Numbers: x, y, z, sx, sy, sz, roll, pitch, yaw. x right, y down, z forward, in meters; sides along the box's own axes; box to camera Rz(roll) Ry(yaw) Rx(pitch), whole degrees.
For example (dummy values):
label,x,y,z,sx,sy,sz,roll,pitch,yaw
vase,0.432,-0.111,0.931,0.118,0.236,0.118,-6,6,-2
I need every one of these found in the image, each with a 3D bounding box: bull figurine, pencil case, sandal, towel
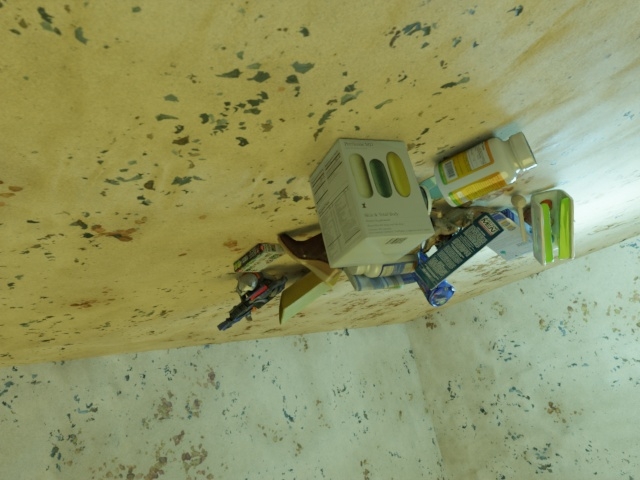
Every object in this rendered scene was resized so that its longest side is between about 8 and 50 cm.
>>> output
label,x,y,z,sx,sy,sz,roll,pitch,yaw
bull figurine,0.965,-0.087,2.006,0.189,0.101,0.310,-28,157,30
pencil case,0.450,0.139,2.015,0.119,0.306,0.133,-32,140,3
sandal,0.535,-0.004,1.991,0.120,0.086,0.302,-44,151,-20
towel,0.236,0.120,1.983,0.285,0.209,0.034,-6,133,-20

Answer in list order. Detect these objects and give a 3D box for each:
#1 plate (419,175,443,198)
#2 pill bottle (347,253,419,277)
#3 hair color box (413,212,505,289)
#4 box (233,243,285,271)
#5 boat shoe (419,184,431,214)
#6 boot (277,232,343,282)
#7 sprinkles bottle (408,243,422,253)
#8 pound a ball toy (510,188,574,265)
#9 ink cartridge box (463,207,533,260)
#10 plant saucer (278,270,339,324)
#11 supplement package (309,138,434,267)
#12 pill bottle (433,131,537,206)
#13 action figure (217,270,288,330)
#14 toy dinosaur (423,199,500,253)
label,x,y,z,sx,sy,sz,roll,pitch,yaw
plate,0.396,-0.172,1.513,0.188,0.024,0.188,-11,160,-4
pill bottle,0.248,0.070,1.903,0.272,0.152,0.152,-4,159,-22
hair color box,0.524,0.044,1.804,0.347,0.105,0.174,-40,168,6
box,-0.230,0.068,1.762,0.114,0.036,0.207,3,156,-38
boat shoe,0.256,-0.084,1.534,0.099,0.116,0.319,-11,166,-19
boot,0.000,0.000,1.612,0.206,0.248,0.090,-53,177,9
sprinkles bottle,0.201,0.010,1.751,0.356,0.121,0.121,-6,160,-20
pound a ball toy,0.848,-0.065,1.818,0.208,0.135,0.319,-14,118,7
ink cartridge box,0.767,-0.030,1.962,0.311,0.065,0.186,29,144,-26
plant saucer,-0.063,0.222,2.103,0.333,0.081,0.333,-35,167,-19
supplement package,0.120,-0.091,1.193,0.200,0.262,0.198,-4,158,-26
pill bottle,0.454,-0.200,1.297,0.246,0.136,0.136,-24,158,29
action figure,-0.312,0.235,1.985,0.341,0.178,0.330,-34,160,-15
toy dinosaur,0.486,-0.073,1.707,0.296,0.127,0.200,-22,159,12
